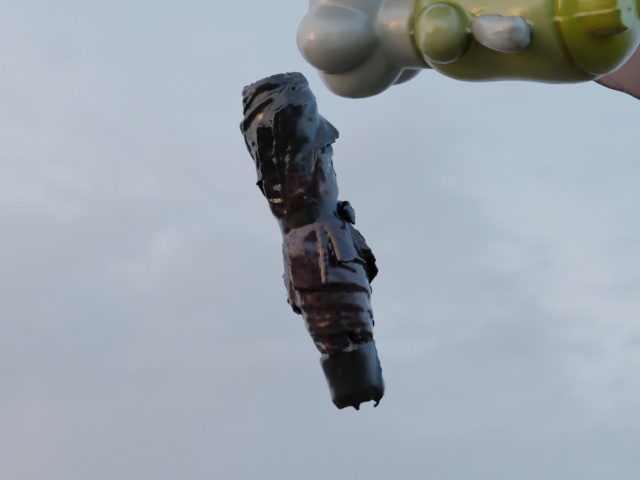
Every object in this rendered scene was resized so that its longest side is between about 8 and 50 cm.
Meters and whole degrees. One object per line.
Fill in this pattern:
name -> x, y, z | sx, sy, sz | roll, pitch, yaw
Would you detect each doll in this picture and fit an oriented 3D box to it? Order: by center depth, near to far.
doll -> 0.064, -0.095, 0.791 | 0.162, 0.062, 0.106 | -1, 11, 34

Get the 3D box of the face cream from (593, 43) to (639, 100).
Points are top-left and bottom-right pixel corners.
face cream -> 0.248, -0.226, 1.327 | 0.073, 0.107, 0.269 | -34, -38, -38

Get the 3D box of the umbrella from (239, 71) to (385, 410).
umbrella -> 0.000, 0.000, 1.733 | 0.094, 0.326, 0.090 | -17, -5, -2
